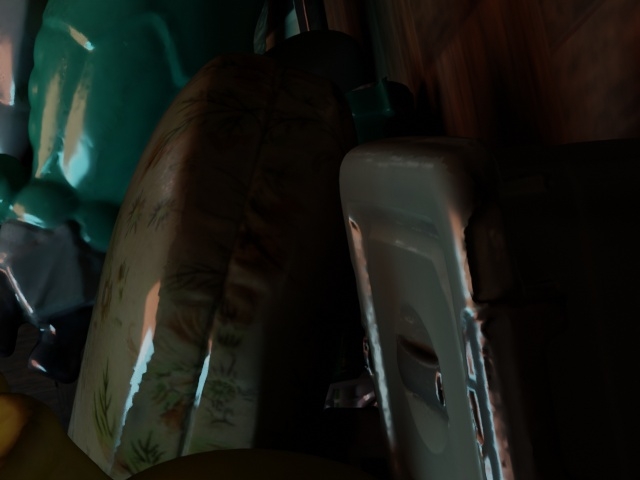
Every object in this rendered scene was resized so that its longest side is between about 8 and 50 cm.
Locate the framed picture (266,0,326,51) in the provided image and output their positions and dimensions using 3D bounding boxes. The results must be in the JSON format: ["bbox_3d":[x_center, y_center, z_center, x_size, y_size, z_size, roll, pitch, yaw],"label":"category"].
[{"bbox_3d":[0.000,0.000,1.195,0.265,0.016,0.347,164,95,-82],"label":"framed picture"}]

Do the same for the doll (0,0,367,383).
[{"bbox_3d":[-0.110,-0.070,0.945,0.195,0.258,0.153,50,172,-4],"label":"doll"}]

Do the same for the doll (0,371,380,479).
[{"bbox_3d":[0.003,0.166,0.618,0.363,0.145,0.199,48,170,-26],"label":"doll"}]

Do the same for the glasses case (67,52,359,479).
[{"bbox_3d":[-0.062,0.113,0.785,0.156,0.098,0.425,-75,0,-49],"label":"glasses case"}]

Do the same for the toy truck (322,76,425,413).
[{"bbox_3d":[-0.003,0.020,0.888,0.216,0.116,0.110,96,161,-63],"label":"toy truck"}]

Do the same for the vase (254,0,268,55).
[{"bbox_3d":[-0.066,-0.136,1.130,0.219,0.096,0.096,88,169,-57],"label":"vase"}]

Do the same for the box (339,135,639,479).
[{"bbox_3d":[0.068,0.027,0.497,0.172,0.093,0.124,-155,54,-81],"label":"box"}]

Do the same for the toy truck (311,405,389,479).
[{"bbox_3d":[0.037,0.135,0.807,0.253,0.114,0.124,111,158,-74],"label":"toy truck"}]
